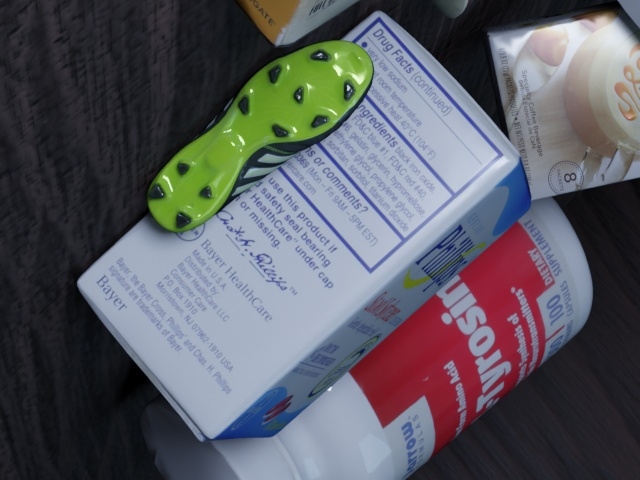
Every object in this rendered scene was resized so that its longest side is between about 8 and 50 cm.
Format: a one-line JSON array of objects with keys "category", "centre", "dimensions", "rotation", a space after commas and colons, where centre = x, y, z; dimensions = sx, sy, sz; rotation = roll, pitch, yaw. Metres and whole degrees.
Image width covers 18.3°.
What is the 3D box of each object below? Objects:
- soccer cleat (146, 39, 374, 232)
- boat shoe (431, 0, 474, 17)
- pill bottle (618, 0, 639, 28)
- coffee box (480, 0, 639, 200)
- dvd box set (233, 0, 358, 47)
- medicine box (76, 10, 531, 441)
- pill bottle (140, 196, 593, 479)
[{"category": "soccer cleat", "centre": [-0.039, -0.071, 1.284], "dimensions": [0.179, 0.060, 0.072], "rotation": [-37, -179, 15]}, {"category": "boat shoe", "centre": [0.094, -0.190, 1.288], "dimensions": [0.043, 0.049, 0.137], "rotation": [-41, 166, -17]}, {"category": "pill bottle", "centre": [0.384, -0.294, 1.470], "dimensions": [0.363, 0.210, 0.210], "rotation": [-37, 170, -20]}, {"category": "coffee box", "centre": [0.265, -0.128, 1.601], "dimensions": [0.246, 0.141, 0.098], "rotation": [-13, -173, 3]}, {"category": "dvd box set", "centre": [0.123, -0.283, 0.934], "dimensions": [0.307, 0.062, 0.420], "rotation": [-36, 170, -27]}, {"category": "medicine box", "centre": [0.000, 0.000, 1.455], "dimensions": [0.289, 0.149, 0.263], "rotation": [-41, 171, 3]}, {"category": "pill bottle", "centre": [0.041, 0.104, 1.843], "dimensions": [0.407, 0.229, 0.229], "rotation": [-37, 170, -26]}]
